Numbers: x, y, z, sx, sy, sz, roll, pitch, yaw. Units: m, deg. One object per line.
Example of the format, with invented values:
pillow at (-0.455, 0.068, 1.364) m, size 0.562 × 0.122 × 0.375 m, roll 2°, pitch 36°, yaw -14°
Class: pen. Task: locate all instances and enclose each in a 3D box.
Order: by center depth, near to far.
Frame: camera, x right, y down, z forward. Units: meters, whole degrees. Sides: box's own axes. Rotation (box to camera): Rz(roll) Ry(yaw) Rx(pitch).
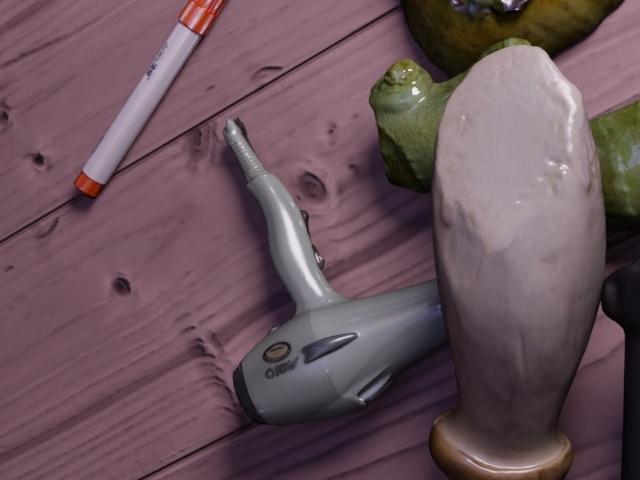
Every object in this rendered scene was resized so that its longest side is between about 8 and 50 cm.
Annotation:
pen at (-0.141, -0.138, 1.330) m, size 0.028 × 0.028 × 0.239 m, roll 39°, pitch 104°, yaw 18°

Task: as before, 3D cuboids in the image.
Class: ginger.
ginger at (0.171, -0.077, 1.168) m, size 0.290 × 0.089 × 0.137 m, roll 17°, pitch 100°, yaw 21°

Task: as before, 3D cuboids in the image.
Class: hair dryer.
hair dryer at (0.036, 0.008, 1.241) m, size 0.229 × 0.092 × 0.267 m, roll -7°, pitch 77°, yaw 14°

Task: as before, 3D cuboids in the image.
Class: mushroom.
mushroom at (0.139, 0.034, 1.116) m, size 0.128 × 0.128 × 0.350 m, roll 13°, pitch 119°, yaw 22°

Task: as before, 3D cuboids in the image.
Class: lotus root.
lotus root at (0.138, -0.227, 1.194) m, size 0.203 × 0.078 × 0.183 m, roll -42°, pitch 76°, yaw 14°

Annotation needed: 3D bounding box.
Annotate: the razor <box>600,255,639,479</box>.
razor at (0.296, 0.177, 1.074) m, size 0.204 × 0.113 × 0.349 m, roll 0°, pitch 89°, yaw -18°
